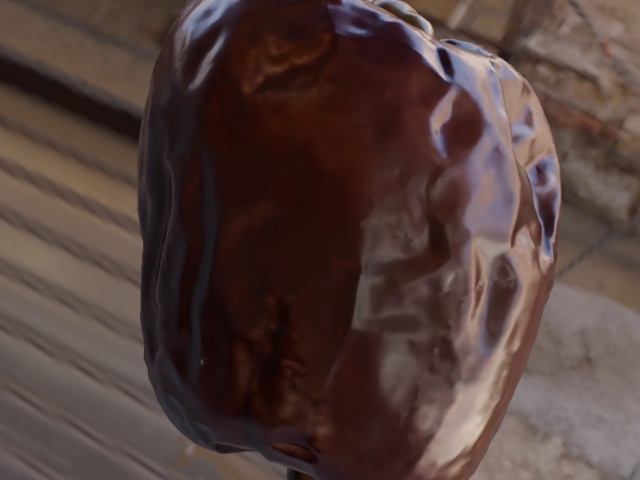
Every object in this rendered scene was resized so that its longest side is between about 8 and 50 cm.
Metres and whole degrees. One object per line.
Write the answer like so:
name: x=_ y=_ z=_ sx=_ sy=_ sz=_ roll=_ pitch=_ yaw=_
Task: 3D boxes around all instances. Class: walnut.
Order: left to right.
walnut: x=0.000 y=0.000 z=0.854 sx=0.222 sy=0.269 sz=0.244 roll=13 pitch=4 yaw=-19
